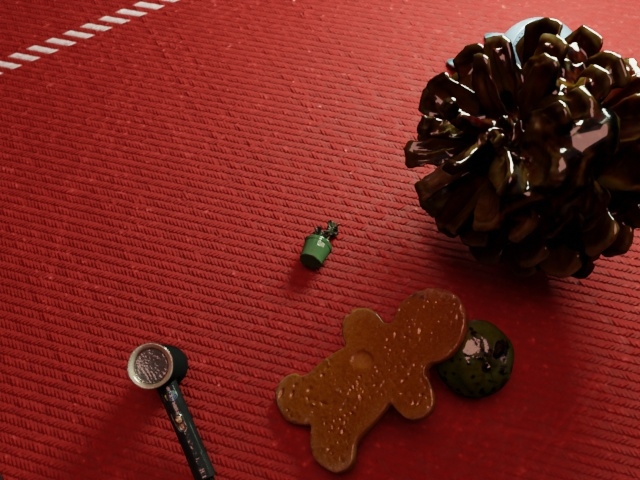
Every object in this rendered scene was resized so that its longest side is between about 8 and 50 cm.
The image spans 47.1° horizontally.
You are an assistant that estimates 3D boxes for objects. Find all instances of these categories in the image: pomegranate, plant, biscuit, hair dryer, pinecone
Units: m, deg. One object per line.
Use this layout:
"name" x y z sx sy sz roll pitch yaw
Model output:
"pomegranate" 0.230 0.174 1.138 0.122 0.122 0.161 -20 23 -7
"plant" 0.000 0.000 1.281 0.051 0.051 0.102 17 52 14
"biscuit" 0.091 0.198 1.104 0.324 0.049 0.205 -46 54 5
"hair dryer" -0.211 0.277 1.125 0.070 0.128 0.255 -24 83 -3
"pinecone" 0.313 -0.141 1.128 0.398 0.397 0.397 -2 60 3

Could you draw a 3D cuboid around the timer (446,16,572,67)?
"timer" 0.383 -0.333 1.409 0.175 0.255 0.175 0 90 -22
